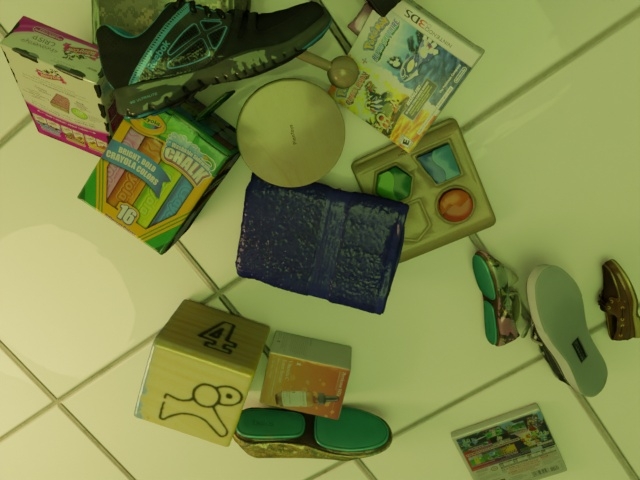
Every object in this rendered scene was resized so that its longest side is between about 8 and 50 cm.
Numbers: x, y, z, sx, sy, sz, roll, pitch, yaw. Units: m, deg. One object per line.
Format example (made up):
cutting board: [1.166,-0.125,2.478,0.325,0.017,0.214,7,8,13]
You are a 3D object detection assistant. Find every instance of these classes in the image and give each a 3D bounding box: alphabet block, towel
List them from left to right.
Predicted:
alphabet block: [-0.233,0.262,1.087,0.197,0.193,0.192,20,111,-3]
towel: [0.000,0.000,1.027,0.308,0.076,0.228,14,109,7]

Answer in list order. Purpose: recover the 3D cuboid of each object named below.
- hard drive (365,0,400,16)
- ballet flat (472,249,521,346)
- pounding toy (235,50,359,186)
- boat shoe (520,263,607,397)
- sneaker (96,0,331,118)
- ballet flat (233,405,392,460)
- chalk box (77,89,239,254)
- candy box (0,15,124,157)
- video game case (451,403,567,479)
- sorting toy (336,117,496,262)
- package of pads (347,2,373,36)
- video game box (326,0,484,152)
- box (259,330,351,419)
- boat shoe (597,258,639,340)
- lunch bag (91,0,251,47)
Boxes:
hard drive: [0.143,-0.522,0.778,0.339,0.237,0.064,-42,146,16]
ballet flat: [0.354,0.107,1.057,0.079,0.077,0.221,-20,112,-8]
pounding toy: [-0.046,-0.219,0.933,0.183,0.110,0.237,14,110,-11]
boat shoe: [0.457,0.169,1.046,0.113,0.105,0.306,-43,113,-14]
sneaker: [-0.152,-0.289,0.768,0.341,0.125,0.140,-20,105,-1]
ballet flat: [-0.020,0.431,1.181,0.348,0.123,0.123,2,109,3]
chalk box: [-0.254,-0.157,0.952,0.179,0.180,0.289,35,107,-8]
candy box: [-0.421,-0.246,0.919,0.159,0.071,0.233,22,154,-3]
video game case: [0.420,0.471,1.197,0.201,0.023,0.183,-24,106,13]
sorting toy: [0.153,-0.067,1.022,0.307,0.041,0.229,-23,106,12]
package of pads: [0.092,-0.363,0.929,0.083,0.032,0.050,40,111,-9]
video game box: [0.136,-0.282,0.903,0.187,0.048,0.205,37,126,4]
box: [-0.029,0.282,1.131,0.170,0.091,0.130,12,109,1]
boat shoe: [0.574,0.121,1.042,0.060,0.064,0.178,-21,109,9]
lunch bag: [-0.231,-0.443,0.856,0.235,0.169,0.287,7,114,0]
